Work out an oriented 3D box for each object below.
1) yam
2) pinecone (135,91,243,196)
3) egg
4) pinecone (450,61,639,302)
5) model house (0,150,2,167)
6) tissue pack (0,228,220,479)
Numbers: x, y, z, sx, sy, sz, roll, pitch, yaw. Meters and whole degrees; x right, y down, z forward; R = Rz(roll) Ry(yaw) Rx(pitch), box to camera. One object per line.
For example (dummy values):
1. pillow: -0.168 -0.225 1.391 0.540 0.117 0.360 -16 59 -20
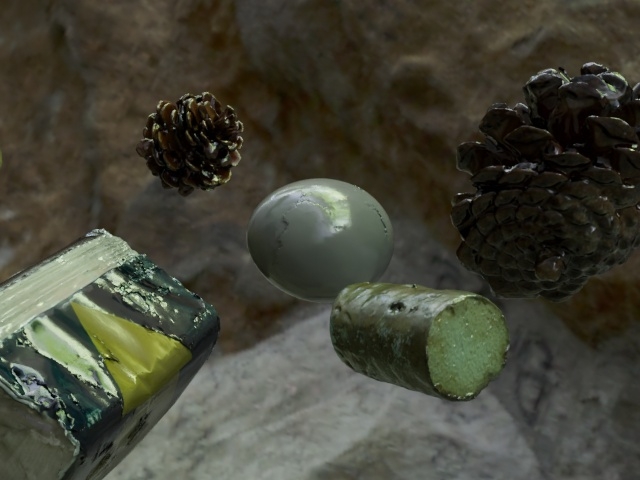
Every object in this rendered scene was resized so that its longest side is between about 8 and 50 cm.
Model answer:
1. yam: 0.088 0.095 1.197 0.194 0.107 0.107 6 -104 58
2. pinecone: -0.191 -0.154 1.859 0.173 0.173 0.174 -24 -125 39
3. egg: 0.000 0.000 1.414 0.146 0.198 0.146 -4 -96 41
4. pinecone: 0.296 -0.080 1.434 0.242 0.296 0.298 40 -34 12
5. model house: -0.453 -0.158 0.980 0.261 0.266 0.321 1 -71 44
6. tissue pack: -0.344 0.184 1.519 0.253 0.416 0.264 39 -67 6
